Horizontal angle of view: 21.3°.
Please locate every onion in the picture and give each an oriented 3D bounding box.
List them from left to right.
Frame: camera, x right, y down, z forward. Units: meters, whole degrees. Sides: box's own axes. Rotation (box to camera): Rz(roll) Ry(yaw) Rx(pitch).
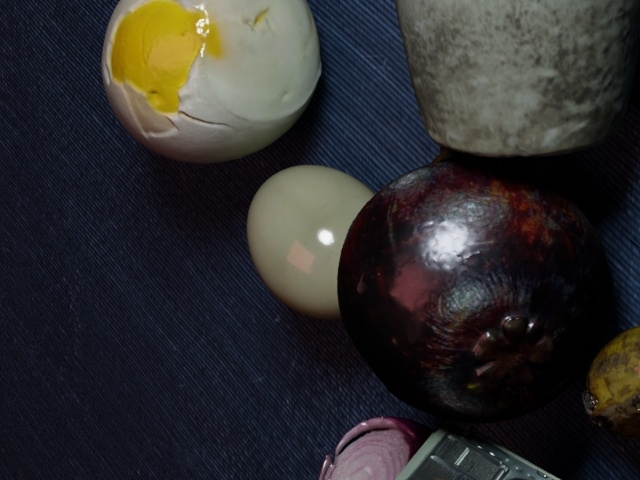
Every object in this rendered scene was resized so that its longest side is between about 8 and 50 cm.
[{"bbox_3d":[0.097,0.340,2.180,0.200,0.201,0.207,121,148,-44],"label":"onion"}]

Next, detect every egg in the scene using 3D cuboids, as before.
[{"bbox_3d":[-0.153,-0.239,2.263,0.345,0.283,0.283,-21,83,61],"label":"egg"},{"bbox_3d":[0.000,0.000,2.208,0.242,0.186,0.186,44,133,45],"label":"egg"}]

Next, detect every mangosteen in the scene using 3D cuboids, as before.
[{"bbox_3d":[0.167,0.047,1.906,0.330,0.330,0.330,21,117,49],"label":"mangosteen"}]

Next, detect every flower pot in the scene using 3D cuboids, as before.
[{"bbox_3d":[0.212,-0.273,1.776,0.294,0.294,0.330,22,125,49],"label":"flower pot"}]

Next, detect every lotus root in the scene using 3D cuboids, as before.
[{"bbox_3d":[0.360,0.149,1.830,0.209,0.120,0.120,-36,71,56],"label":"lotus root"}]

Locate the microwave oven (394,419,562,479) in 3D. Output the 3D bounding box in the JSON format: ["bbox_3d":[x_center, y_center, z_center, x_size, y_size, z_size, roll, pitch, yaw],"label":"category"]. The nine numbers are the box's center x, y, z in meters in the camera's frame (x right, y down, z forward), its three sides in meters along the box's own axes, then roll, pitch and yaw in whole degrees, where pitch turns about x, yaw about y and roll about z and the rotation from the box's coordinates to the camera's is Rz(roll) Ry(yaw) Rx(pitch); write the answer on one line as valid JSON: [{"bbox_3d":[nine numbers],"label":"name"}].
[{"bbox_3d":[0.217,0.453,1.881,0.394,0.247,0.333,28,128,15],"label":"microwave oven"}]
